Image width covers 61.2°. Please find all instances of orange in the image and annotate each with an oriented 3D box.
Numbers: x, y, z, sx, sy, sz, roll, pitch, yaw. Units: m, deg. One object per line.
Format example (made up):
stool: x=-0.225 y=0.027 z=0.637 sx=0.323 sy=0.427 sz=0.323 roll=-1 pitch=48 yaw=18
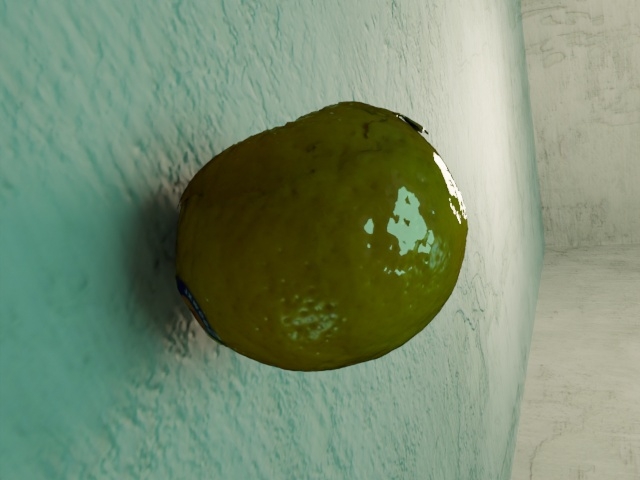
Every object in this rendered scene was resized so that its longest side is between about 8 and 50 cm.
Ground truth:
orange: x=0.000 y=-0.001 z=0.410 sx=0.193 sy=0.219 sz=0.219 roll=50 pitch=38 yaw=-10
